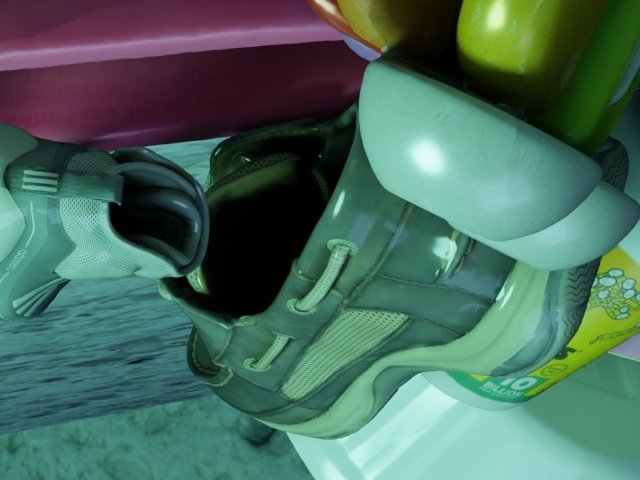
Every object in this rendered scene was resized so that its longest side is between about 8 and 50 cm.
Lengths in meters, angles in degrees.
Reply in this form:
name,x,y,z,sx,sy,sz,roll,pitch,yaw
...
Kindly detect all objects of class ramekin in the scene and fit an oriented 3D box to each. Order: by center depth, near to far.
name,x,y,z,sx,sy,sz,roll,pitch,yaw
ramekin,0.110,0.079,1.182,0.277,0.277,0.135,0,144,-46

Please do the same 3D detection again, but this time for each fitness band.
name,x,y,z,sx,sy,sz,roll,pitch,yaw
fitness band,-0.065,-0.076,0.721,0.291,0.054,0.209,-6,171,-12

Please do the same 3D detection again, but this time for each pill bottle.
name,x,y,z,sx,sy,sz,roll,pitch,yaw
pill bottle,0.135,-0.008,0.897,0.117,0.117,0.208,0,151,-47

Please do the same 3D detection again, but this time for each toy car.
name,x,y,z,sx,sy,sz,roll,pitch,yaw
toy car,0.055,-0.086,0.573,0.136,0.159,0.182,26,-179,20

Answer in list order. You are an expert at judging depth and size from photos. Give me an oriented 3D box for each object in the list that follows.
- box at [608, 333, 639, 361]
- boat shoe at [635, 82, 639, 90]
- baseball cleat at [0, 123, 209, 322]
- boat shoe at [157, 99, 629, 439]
name,x,y,z,sx,sy,sz,roll,pitch,yaw
box,0.226,0.003,1.042,0.213,0.117,0.243,0,-170,-45
boat shoe,0.080,-0.067,0.849,0.080,0.076,0.228,-2,169,-37
baseball cleat,-0.101,0.002,0.770,0.109,0.072,0.206,9,174,0
boat shoe,0.000,0.000,0.814,0.130,0.132,0.355,25,158,-16
